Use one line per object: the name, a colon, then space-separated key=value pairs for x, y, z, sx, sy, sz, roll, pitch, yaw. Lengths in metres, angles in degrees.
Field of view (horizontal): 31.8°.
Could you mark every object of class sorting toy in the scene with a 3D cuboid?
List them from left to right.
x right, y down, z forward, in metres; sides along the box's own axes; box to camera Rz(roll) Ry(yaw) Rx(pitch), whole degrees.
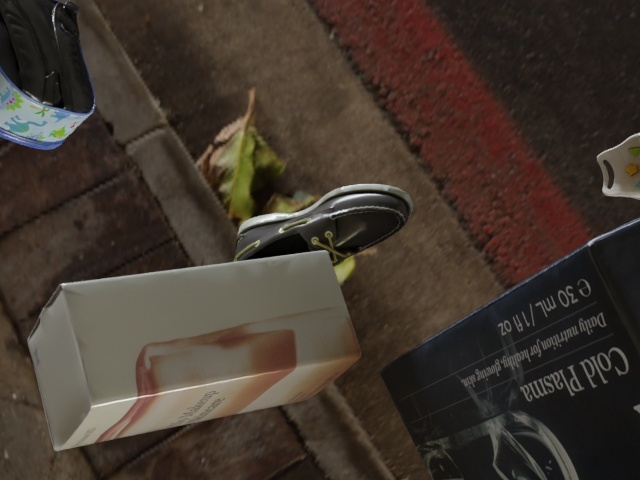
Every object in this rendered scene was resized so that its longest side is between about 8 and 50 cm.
sorting toy: x=0.386 y=-0.088 z=1.406 sx=0.075 sy=0.045 sz=0.083 roll=-10 pitch=88 yaw=24

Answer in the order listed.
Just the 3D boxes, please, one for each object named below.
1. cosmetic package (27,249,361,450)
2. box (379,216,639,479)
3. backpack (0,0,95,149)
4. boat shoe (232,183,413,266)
cosmetic package: x=-0.128 y=0.110 z=1.154 sx=0.296 sy=0.153 sz=0.129 roll=-7 pitch=68 yaw=-29
box: x=0.350 y=0.230 z=1.083 sx=0.297 sy=0.480 sz=0.471 roll=-23 pitch=80 yaw=-24
backpack: x=-0.223 y=-0.122 z=0.827 sx=0.105 sy=0.084 sz=0.114 roll=12 pitch=47 yaw=-51
boat shoe: x=0.000 y=0.000 z=1.254 sx=0.081 sy=0.228 sz=0.068 roll=50 pitch=38 yaw=-33
